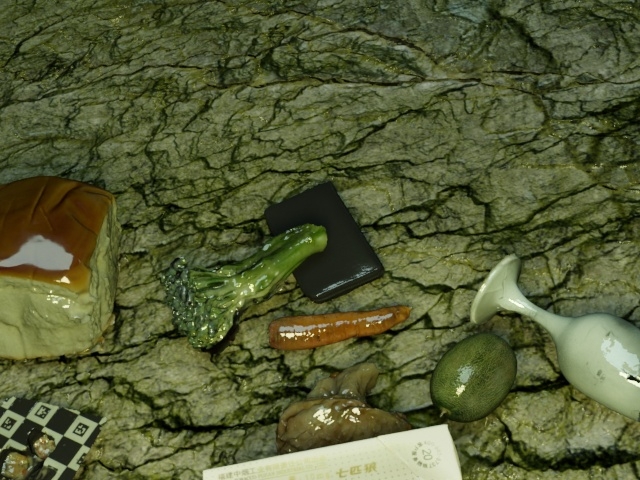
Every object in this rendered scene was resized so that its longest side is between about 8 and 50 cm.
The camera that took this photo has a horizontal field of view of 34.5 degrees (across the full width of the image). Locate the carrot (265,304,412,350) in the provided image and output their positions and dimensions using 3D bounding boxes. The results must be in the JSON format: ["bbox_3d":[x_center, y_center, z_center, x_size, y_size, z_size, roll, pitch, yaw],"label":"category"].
[{"bbox_3d":[0.032,0.141,1.692,0.248,0.059,0.059,-8,49,-5],"label":"carrot"}]

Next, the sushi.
[{"bbox_3d":[-0.444,0.349,1.569,0.193,0.040,0.210,9,53,21],"label":"sushi"}]

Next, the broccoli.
[{"bbox_3d":[-0.120,0.056,1.721,0.304,0.145,0.165,-30,54,-21],"label":"broccoli"}]

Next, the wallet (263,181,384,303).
[{"bbox_3d":[0.000,0.000,1.825,0.149,0.044,0.250,-24,52,-10],"label":"wallet"}]

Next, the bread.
[{"bbox_3d":[-0.468,0.033,1.718,0.250,0.224,0.279,-1,45,3],"label":"bread"}]

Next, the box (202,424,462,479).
[{"bbox_3d":[0.021,0.366,1.399,0.331,0.210,0.095,-9,51,-2],"label":"box"}]

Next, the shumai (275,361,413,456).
[{"bbox_3d":[0.043,0.274,1.537,0.206,0.166,0.175,15,25,2],"label":"shumai"}]

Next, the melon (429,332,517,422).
[{"bbox_3d":[0.231,0.212,1.576,0.114,0.114,0.167,31,59,27],"label":"melon"}]

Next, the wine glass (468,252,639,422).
[{"bbox_3d":[0.389,0.153,1.597,0.321,0.143,0.143,34,60,26],"label":"wine glass"}]
